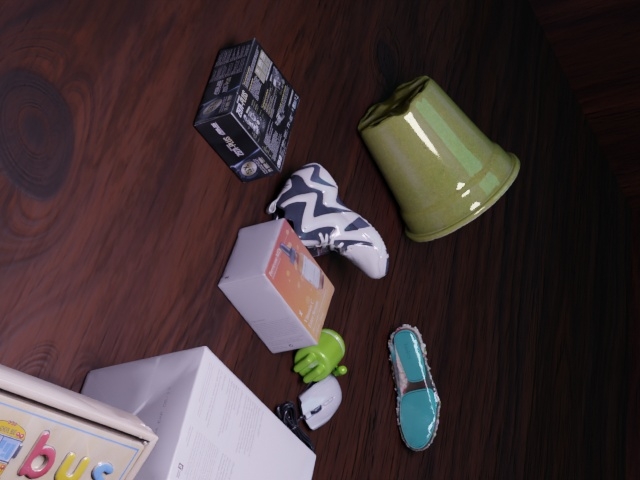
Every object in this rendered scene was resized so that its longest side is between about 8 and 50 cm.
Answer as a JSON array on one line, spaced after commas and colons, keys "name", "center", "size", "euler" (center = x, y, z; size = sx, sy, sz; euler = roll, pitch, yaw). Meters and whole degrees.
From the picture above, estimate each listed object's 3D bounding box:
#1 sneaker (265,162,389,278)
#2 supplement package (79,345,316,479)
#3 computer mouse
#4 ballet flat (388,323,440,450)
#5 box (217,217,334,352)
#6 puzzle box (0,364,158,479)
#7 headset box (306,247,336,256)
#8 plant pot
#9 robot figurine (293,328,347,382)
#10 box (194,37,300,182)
[{"name": "sneaker", "center": [0.000, 0.000, 1.854], "size": [0.153, 0.094, 0.235], "euler": [-41, 103, -26]}, {"name": "supplement package", "center": [-0.168, 0.300, 1.369], "size": [0.263, 0.198, 0.199], "euler": [51, 38, -37]}, {"name": "computer mouse", "center": [-0.006, 0.273, 1.815], "size": [0.193, 0.042, 0.106], "euler": [-44, 115, -56]}, {"name": "ballet flat", "center": [0.184, 0.281, 2.104], "size": [0.077, 0.091, 0.241], "euler": [38, 47, -79]}, {"name": "box", "center": [-0.067, 0.073, 1.745], "size": [0.170, 0.091, 0.130], "euler": [55, 36, -34]}, {"name": "puzzle box", "center": [-0.366, 0.243, 1.050], "size": [0.409, 0.052, 0.272], "euler": [34, 87, -50]}, {"name": "headset box", "center": [-0.007, -0.003, 1.939], "size": [0.083, 0.032, 0.062], "euler": [-8, 86, -62]}, {"name": "plant pot", "center": [0.216, -0.181, 2.203], "size": [0.254, 0.276, 0.276], "euler": [51, 36, -17]}, {"name": "robot figurine", "center": [-0.001, 0.191, 1.832], "size": [0.101, 0.067, 0.115], "euler": [48, 34, -1]}, {"name": "box", "center": [-0.117, -0.212, 1.790], "size": [0.147, 0.077, 0.180], "euler": [50, 39, -39]}]
